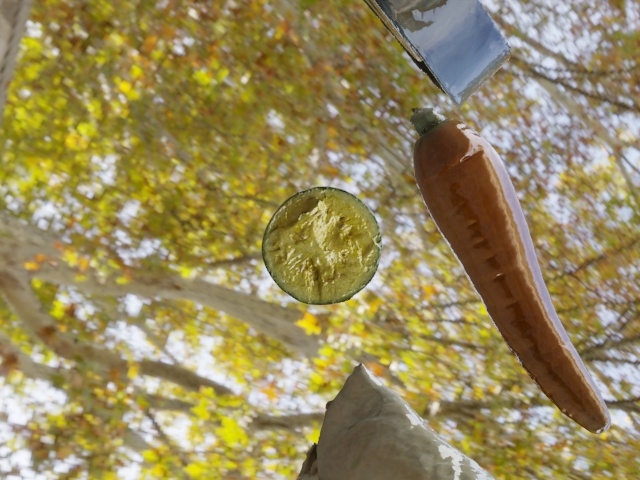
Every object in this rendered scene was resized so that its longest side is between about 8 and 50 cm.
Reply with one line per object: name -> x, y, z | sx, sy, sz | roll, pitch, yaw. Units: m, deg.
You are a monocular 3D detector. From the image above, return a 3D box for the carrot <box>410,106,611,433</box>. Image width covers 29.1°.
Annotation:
carrot -> 0.071, 0.010, 0.471 | 0.035, 0.035, 0.142 | -28, -94, 18

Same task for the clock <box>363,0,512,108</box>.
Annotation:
clock -> 0.030, -0.246, 0.983 | 0.067, 0.325, 0.325 | -39, -120, 7

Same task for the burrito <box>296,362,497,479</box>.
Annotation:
burrito -> 0.120, 0.225, 0.768 | 0.392, 0.076, 0.117 | 38, -73, 37

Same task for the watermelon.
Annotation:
watermelon -> 0.000, 0.000, 1.078 | 0.105, 0.105, 0.062 | -45, -165, 9
